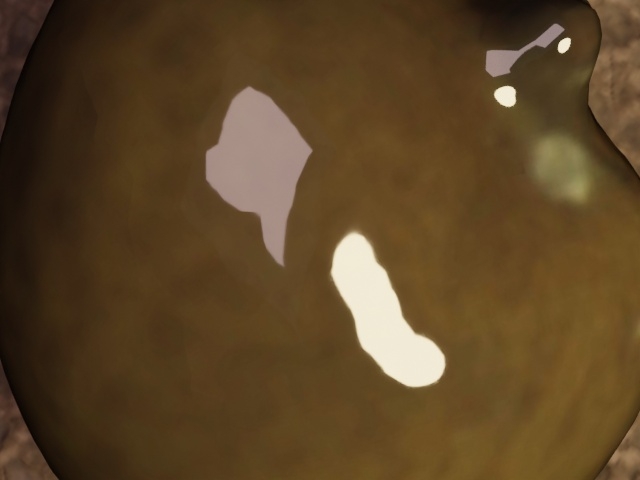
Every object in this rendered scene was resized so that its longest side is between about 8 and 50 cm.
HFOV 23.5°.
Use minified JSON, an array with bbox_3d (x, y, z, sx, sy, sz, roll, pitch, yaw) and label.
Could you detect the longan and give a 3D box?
[{"bbox_3d":[0.000,0.000,0.637,0.300,0.243,0.300,2,118,4],"label":"longan"}]
